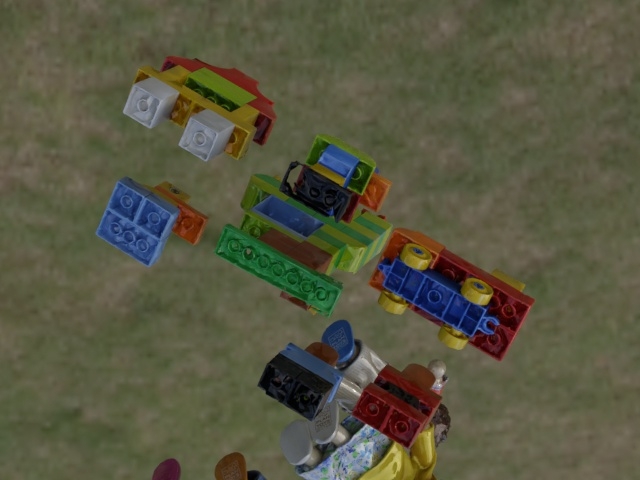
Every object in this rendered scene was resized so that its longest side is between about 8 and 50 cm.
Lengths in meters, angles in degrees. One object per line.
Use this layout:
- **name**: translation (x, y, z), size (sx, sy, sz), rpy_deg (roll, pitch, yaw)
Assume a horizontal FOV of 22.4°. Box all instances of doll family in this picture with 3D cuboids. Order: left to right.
- **doll family**: translation (-0.002, 0.190, 1.124), size (0.263, 0.118, 0.163), rpy_deg (-38, 131, 14)

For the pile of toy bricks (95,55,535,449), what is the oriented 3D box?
- **pile of toy bricks**: translation (0.000, 0.000, 0.779), size (0.212, 0.105, 0.118), rpy_deg (31, 116, 11)
